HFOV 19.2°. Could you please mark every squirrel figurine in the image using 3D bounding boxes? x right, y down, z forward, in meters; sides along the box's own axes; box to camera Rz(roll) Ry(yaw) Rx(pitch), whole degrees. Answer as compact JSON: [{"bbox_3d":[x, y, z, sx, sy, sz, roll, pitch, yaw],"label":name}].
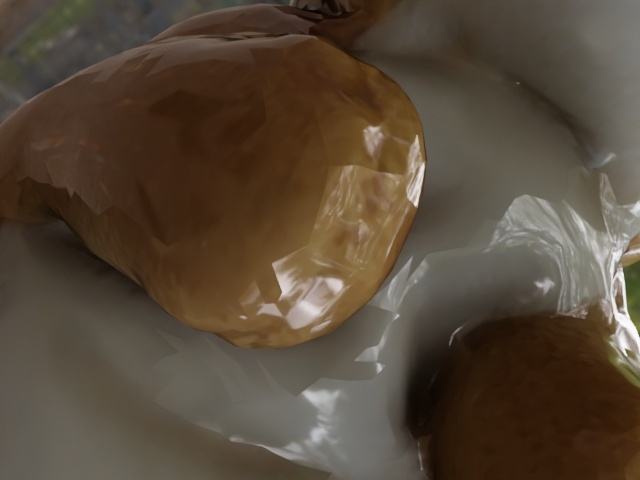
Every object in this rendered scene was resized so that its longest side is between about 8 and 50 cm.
[{"bbox_3d":[0.000,0.000,0.572,0.370,0.281,0.397,-57,-174,-6],"label":"squirrel figurine"}]
